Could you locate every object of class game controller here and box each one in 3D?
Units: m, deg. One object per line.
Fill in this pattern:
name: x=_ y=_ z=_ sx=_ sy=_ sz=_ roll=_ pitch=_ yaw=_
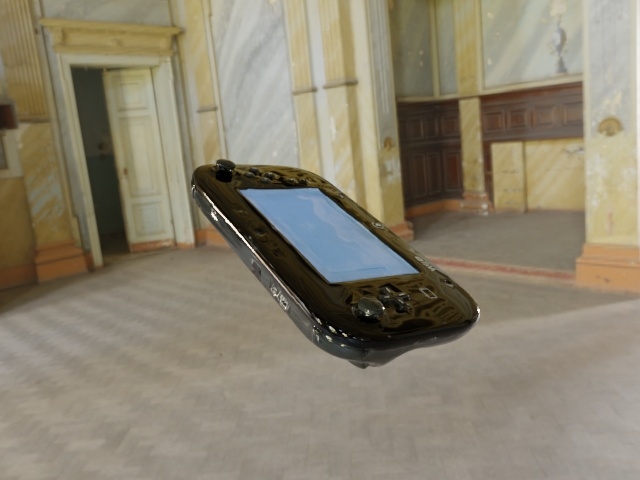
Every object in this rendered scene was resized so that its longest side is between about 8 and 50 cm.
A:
game controller: x=0.000 y=0.000 z=0.549 sx=0.166 sy=0.067 sz=0.319 roll=-12 pitch=37 yaw=-30
